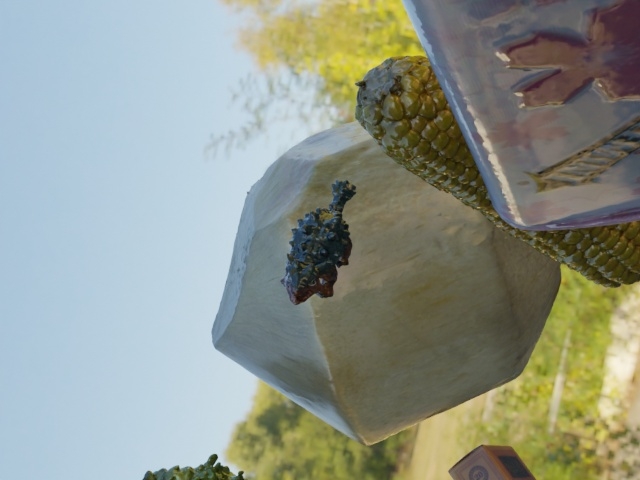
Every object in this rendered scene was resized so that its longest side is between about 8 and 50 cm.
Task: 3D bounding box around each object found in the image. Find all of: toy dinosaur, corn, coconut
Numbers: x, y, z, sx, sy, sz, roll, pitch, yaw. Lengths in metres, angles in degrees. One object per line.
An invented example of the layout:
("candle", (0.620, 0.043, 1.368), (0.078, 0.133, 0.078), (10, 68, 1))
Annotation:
("toy dinosaur", (0.000, 0.000, 0.859), (0.154, 0.049, 0.055), (-67, -13, -50))
("corn", (0.155, -0.058, 0.863), (0.102, 0.313, 0.102), (-39, 35, 34))
("coconut", (0.059, 0.035, 1.275), (0.344, 0.416, 0.415), (-109, 22, -49))

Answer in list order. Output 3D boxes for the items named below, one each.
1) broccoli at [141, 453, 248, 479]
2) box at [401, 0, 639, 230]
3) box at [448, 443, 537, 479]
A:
("broccoli", (-0.117, 0.379, 1.324), (0.263, 0.243, 0.246), (57, -165, -75))
("box", (0.141, -0.116, 0.525), (0.370, 0.190, 0.112), (42, -143, -66))
("box", (0.322, 0.441, 1.676), (0.076, 0.274, 0.174), (-40, -23, 11))
